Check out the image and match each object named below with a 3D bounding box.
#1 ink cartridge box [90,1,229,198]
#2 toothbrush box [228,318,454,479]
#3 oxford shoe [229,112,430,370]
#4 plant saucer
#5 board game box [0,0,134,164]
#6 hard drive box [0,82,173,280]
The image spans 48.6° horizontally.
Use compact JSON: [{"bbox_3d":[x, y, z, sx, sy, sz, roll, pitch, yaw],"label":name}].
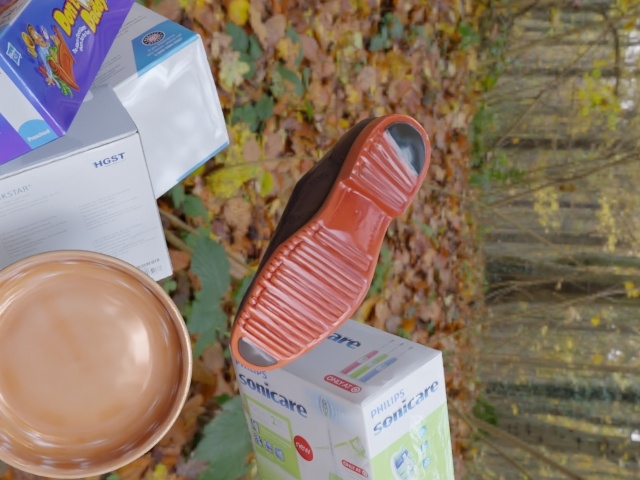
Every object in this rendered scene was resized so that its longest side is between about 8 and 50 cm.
[{"bbox_3d":[-0.305,-0.208,1.000,0.198,0.270,0.197,-41,147,-24],"label":"ink cartridge box"},{"bbox_3d":[0.030,0.237,0.780,0.122,0.206,0.283,-25,117,-37],"label":"toothbrush box"},{"bbox_3d":[0.000,0.000,0.672,0.097,0.098,0.271,42,78,-27],"label":"oxford shoe"},{"bbox_3d":[-0.213,0.105,0.619,0.037,0.200,0.199,-149,-120,-80],"label":"plant saucer"},{"bbox_3d":[-0.301,-0.173,0.646,0.347,0.234,0.078,-91,155,-50],"label":"board game box"},{"bbox_3d":[-0.274,-0.028,0.768,0.089,0.181,0.232,54,-24,33],"label":"hard drive box"}]
